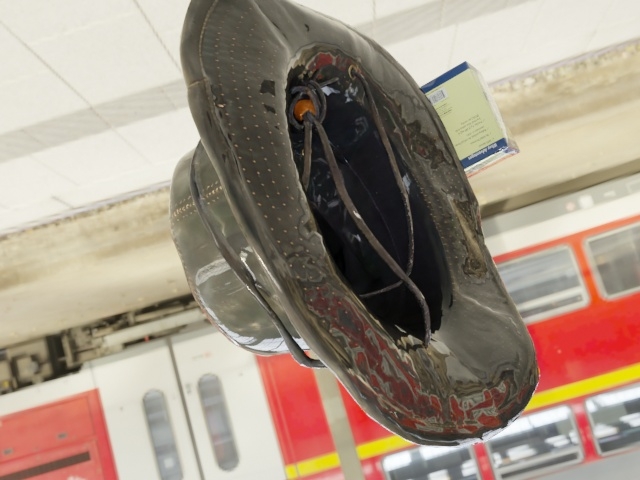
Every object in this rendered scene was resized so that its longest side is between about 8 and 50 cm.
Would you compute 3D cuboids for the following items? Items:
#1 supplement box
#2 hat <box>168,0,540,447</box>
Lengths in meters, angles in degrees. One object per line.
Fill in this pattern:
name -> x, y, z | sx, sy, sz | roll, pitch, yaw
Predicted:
supplement box -> 0.117, -0.097, 0.677 | 0.083, 0.083, 0.056 | -28, 170, 23
hat -> 0.000, 0.000, 0.487 | 0.134, 0.331, 0.331 | -30, 164, 27
